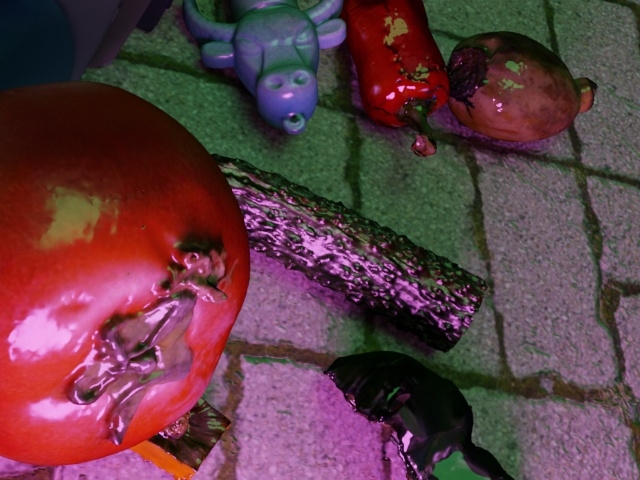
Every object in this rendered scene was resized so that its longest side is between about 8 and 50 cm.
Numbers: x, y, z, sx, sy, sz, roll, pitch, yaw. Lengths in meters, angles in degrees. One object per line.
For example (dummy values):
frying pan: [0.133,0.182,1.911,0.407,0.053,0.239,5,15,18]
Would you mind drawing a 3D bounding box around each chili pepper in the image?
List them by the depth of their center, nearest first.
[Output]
chili pepper: [0.115,0.207,1.261,0.148,0.116,0.264,-26,76,-42]
chili pepper: [0.078,-0.247,1.546,0.110,0.110,0.388,0,59,-30]

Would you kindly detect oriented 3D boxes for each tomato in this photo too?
tomato: [-0.222,0.016,1.089,0.321,0.321,0.321,15,54,-21]

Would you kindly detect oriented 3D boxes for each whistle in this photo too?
whistle: [-0.056,-0.233,1.468,0.186,0.093,0.274,-12,61,-6]

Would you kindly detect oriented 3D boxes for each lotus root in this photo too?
lotus root: [0.248,-0.184,1.586,0.214,0.138,0.138,10,56,-24]

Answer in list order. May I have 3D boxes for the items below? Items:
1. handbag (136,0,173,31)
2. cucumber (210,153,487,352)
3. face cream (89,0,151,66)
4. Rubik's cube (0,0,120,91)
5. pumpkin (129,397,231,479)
handbag: [-0.195,-0.397,1.340,0.238,0.326,0.089,37,43,-3]
cucumber: [0.000,0.000,1.352,0.359,0.096,0.096,28,50,-8]
face cream: [-0.204,-0.285,1.296,0.107,0.269,0.073,31,50,-8]
Rubik's cube: [-0.389,-0.320,1.160,0.347,0.351,0.352,-16,72,-35]
pumpkin: [-0.133,0.172,1.183,0.083,0.054,0.074,33,45,-1]
